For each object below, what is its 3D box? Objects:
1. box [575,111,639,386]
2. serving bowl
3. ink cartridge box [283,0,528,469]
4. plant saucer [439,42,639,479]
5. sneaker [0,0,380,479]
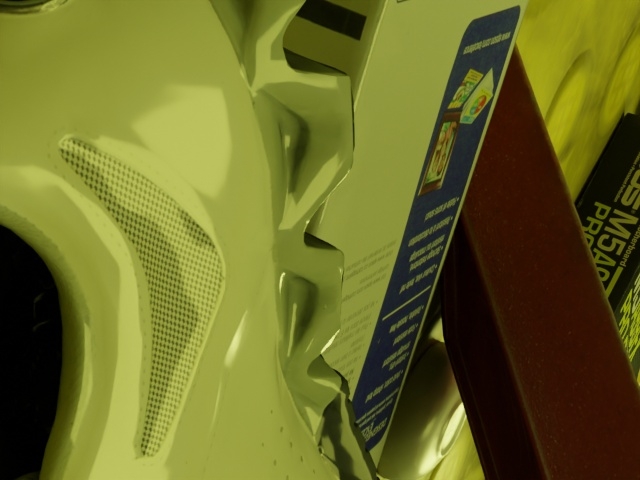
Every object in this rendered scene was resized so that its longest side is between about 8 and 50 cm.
[{"bbox_3d":[0.193,0.070,1.348,0.216,0.060,0.270,-58,160,-23],"label":"box"},{"bbox_3d":[0.063,0.099,1.067,0.083,0.027,0.083,-54,158,-35],"label":"serving bowl"},{"bbox_3d":[0.000,0.000,0.712,0.165,0.065,0.332,-27,136,-63],"label":"ink cartridge box"},{"bbox_3d":[0.102,0.075,0.917,0.258,0.048,0.259,82,-6,-57],"label":"plant saucer"},{"bbox_3d":[-0.063,0.067,0.529,0.146,0.122,0.330,-39,133,-36],"label":"sneaker"}]
